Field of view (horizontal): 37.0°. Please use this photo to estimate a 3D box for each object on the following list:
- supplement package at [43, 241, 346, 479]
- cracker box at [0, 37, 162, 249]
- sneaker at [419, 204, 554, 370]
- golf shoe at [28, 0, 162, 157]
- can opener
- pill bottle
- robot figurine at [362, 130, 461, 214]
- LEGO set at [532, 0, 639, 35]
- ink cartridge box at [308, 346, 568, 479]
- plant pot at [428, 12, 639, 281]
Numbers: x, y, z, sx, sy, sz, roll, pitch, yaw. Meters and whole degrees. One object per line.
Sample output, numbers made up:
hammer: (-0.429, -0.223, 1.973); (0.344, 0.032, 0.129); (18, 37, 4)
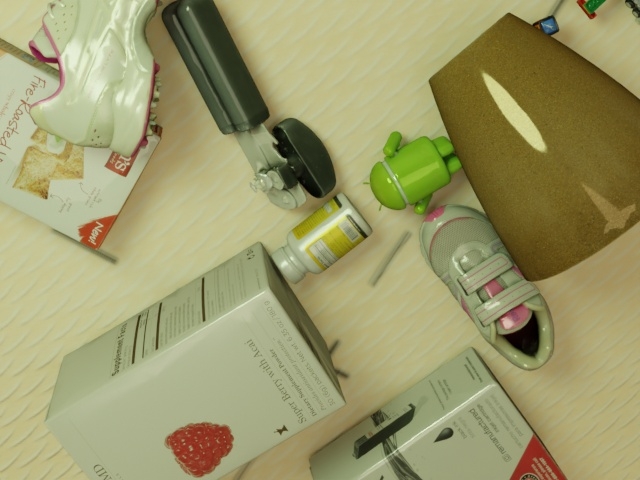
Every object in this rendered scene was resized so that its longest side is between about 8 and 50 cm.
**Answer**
supplement package: (-0.146, 0.167, 1.136); (0.293, 0.175, 0.177); (-31, 109, 3)
cracker box: (-0.317, -0.113, 1.084); (0.232, 0.067, 0.155); (28, 102, -15)
sneaker: (0.219, 0.060, 1.183); (0.103, 0.111, 0.252); (-40, 107, 6)
golf shoe: (-0.230, -0.245, 1.003); (0.140, 0.115, 0.306); (5, 86, -11)
can opener: (-0.084, -0.158, 1.109); (0.093, 0.074, 0.280); (-43, 113, -29)
pill bottle: (0.000, 0.000, 1.161); (0.116, 0.065, 0.065); (-37, 108, 5)
robot figurine: (0.110, -0.081, 1.148); (0.115, 0.067, 0.101); (-30, 117, 3)
LEGO set: (0.311, -0.350, 1.111); (0.183, 0.060, 0.244); (5, 95, -9)
ink cartridge box: (0.151, 0.304, 1.248); (0.273, 0.114, 0.197); (-36, 109, 5)
plant pot: (0.249, -0.124, 1.086); (0.237, 0.237, 0.254); (-39, 94, 6)
